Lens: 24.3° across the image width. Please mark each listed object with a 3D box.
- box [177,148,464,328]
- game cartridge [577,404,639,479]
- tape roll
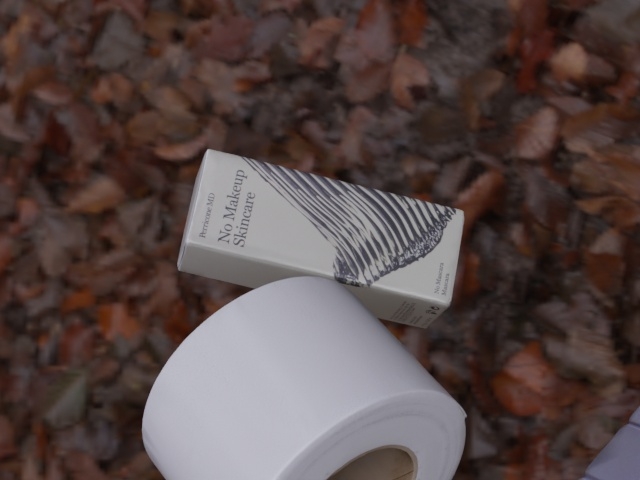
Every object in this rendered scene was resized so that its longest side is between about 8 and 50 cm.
[{"bbox_3d":[0.000,0.000,1.516,0.275,0.094,0.113,12,70,-7],"label":"box"},{"bbox_3d":[0.165,0.177,0.605,0.068,0.355,0.230,39,85,-11],"label":"game cartridge"},{"bbox_3d":[-0.014,0.177,1.329,0.169,0.246,0.246,47,110,37],"label":"tape roll"}]
